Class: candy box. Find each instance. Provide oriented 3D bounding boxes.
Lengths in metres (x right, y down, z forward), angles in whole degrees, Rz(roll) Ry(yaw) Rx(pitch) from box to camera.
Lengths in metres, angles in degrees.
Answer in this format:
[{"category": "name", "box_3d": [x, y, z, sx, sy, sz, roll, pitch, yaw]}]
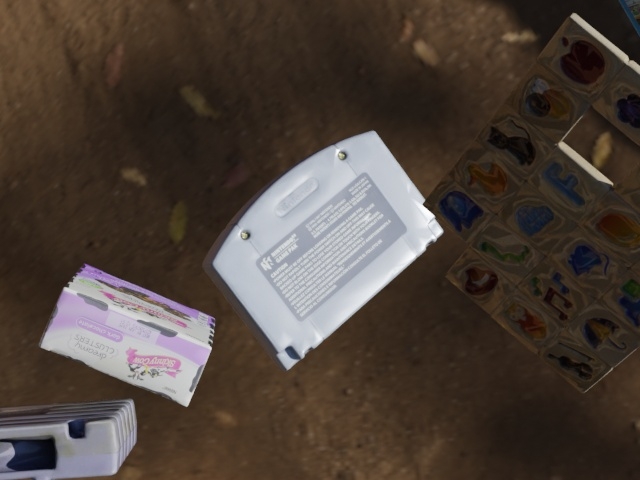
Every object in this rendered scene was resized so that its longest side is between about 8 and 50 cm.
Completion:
[{"category": "candy box", "box_3d": [-0.200, 0.097, 1.585, 0.165, 0.196, 0.070, 23, 94, -5]}]

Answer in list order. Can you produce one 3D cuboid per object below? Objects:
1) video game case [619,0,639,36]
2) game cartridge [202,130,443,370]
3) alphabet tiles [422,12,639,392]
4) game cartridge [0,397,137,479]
[{"category": "video game case", "box_3d": [0.252, -0.118, 0.871, 0.166, 0.119, 0.015, 51, 49, -31]}, {"category": "game cartridge", "box_3d": [0.000, 0.000, 1.900, 0.297, 0.062, 0.198, -40, 94, -24]}, {"category": "alphabet tiles", "box_3d": [0.167, 0.002, 0.869, 0.198, 0.237, 0.009, 40, 54, 4]}, {"category": "game cartridge", "box_3d": [-0.346, 0.185, 1.305, 0.355, 0.230, 0.068, -4, 85, -2]}]
